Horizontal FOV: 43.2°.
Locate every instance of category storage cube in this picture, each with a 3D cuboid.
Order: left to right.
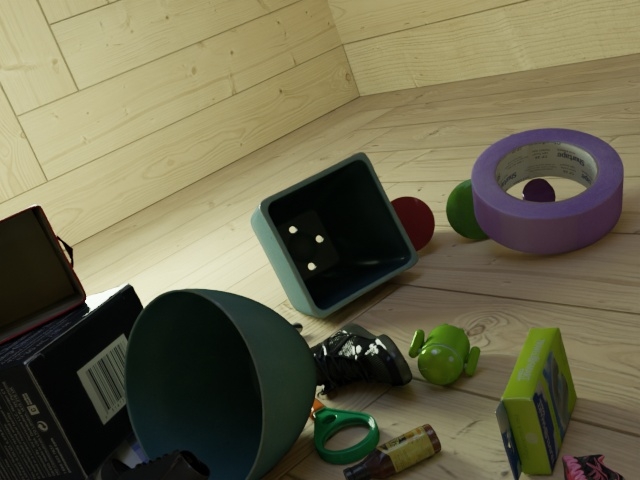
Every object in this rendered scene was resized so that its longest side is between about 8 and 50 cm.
[{"bbox_3d":[-0.537,0.058,1.402,0.215,0.184,0.193,-28,12,-20],"label":"storage cube"}]

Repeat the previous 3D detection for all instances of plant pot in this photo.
[{"bbox_3d":[-0.119,0.205,1.172,0.290,0.291,0.195,-5,0,40],"label":"plant pot"},{"bbox_3d":[0.000,0.000,1.652,0.247,0.248,0.252,-28,3,-20],"label":"plant pot"}]

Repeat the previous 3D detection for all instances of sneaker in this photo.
[{"bbox_3d":[-0.223,0.326,1.105,0.222,0.083,0.118,19,75,53],"label":"sneaker"},{"bbox_3d":[-0.064,0.185,1.513,0.083,0.032,0.037,-31,34,-15],"label":"sneaker"},{"bbox_3d":[0.050,0.198,1.255,0.130,0.087,0.227,-29,16,-19],"label":"sneaker"},{"bbox_3d":[0.300,0.263,0.858,0.057,0.047,0.119,-9,19,0],"label":"sneaker"}]

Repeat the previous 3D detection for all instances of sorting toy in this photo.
[{"bbox_3d":[0.313,-0.053,1.718,0.365,0.127,0.126,-13,-10,14],"label":"sorting toy"}]

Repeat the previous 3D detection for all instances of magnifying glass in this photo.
[{"bbox_3d":[0.011,0.267,1.197,0.092,0.026,0.231,-27,21,-18],"label":"magnifying glass"}]

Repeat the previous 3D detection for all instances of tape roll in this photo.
[{"bbox_3d":[0.426,-0.099,1.528,0.274,0.090,0.275,-8,41,7],"label":"tape roll"}]

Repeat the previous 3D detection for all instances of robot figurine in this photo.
[{"bbox_3d":[0.184,0.171,1.206,0.101,0.067,0.115,18,30,15],"label":"robot figurine"}]

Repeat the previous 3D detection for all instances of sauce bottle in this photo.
[{"bbox_3d":[0.091,0.279,1.037,0.128,0.042,0.042,-23,18,-11],"label":"sauce bottle"}]

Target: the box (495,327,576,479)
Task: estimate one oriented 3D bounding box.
[{"bbox_3d":[0.264,0.196,0.978,0.042,0.109,0.178,-7,22,31],"label":"box"}]

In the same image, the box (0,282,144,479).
[{"bbox_3d":[-0.502,0.265,1.388,0.395,0.212,0.293,-18,14,25],"label":"box"}]

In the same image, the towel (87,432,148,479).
[{"bbox_3d":[-0.355,0.383,1.248,0.285,0.034,0.209,-28,20,-23],"label":"towel"}]
